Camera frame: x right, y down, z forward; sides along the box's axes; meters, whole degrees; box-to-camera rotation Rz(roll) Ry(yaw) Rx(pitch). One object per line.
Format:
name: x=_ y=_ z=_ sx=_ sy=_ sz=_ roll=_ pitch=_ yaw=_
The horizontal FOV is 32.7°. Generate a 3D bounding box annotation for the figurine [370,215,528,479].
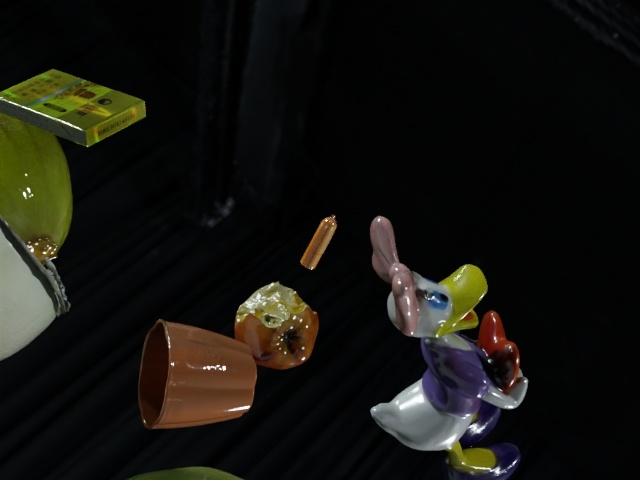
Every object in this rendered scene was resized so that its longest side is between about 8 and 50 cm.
figurine: x=0.151 y=0.158 z=1.380 sx=0.154 sy=0.193 sz=0.420 roll=-109 pitch=-172 yaw=-52

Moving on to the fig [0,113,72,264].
fig: x=-0.589 y=-0.084 z=1.922 sx=0.343 sy=0.343 sz=0.343 roll=33 pitch=-34 yaw=26

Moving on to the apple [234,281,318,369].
apple: x=-0.082 y=0.173 z=2.065 sx=0.158 sy=0.156 sz=0.147 roll=-116 pitch=-146 yaw=-60

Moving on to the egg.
egg: x=-0.465 y=0.036 z=1.325 sx=0.286 sy=0.174 sz=0.264 roll=45 pitch=-27 yaw=4

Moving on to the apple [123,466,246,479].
apple: x=-0.162 y=0.445 z=1.299 sx=0.357 sy=0.357 sz=0.357 roll=33 pitch=-34 yaw=26

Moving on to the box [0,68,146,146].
box: x=-0.367 y=-0.196 z=1.597 sx=0.193 sy=0.121 sz=0.030 roll=21 pitch=-52 yaw=29

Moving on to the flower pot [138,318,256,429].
flower pot: x=-0.213 y=0.239 z=1.902 sx=0.191 sy=0.173 sz=0.190 roll=-30 pitch=-124 yaw=59

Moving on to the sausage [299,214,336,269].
sausage: x=0.000 y=0.000 z=1.951 sx=0.031 sy=0.031 sz=0.107 roll=35 pitch=-71 yaw=23
